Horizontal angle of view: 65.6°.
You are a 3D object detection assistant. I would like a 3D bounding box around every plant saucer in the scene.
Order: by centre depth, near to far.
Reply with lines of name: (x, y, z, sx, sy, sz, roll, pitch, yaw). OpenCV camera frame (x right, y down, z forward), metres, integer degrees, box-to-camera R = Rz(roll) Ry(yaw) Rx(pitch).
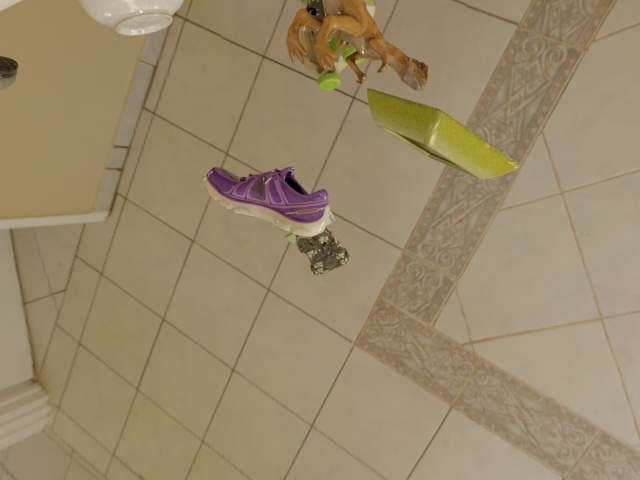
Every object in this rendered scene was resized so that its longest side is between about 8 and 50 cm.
plant saucer: (0.172, -0.153, 0.750, 0.045, 0.189, 0.188, -62, 34, 10)

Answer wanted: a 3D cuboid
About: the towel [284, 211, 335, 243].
towel: (-0.031, -0.042, 1.473, 0.152, 0.113, 0.023, -30, 77, 3)

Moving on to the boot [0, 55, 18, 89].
boot: (-0.521, -0.198, 0.734, 0.247, 0.084, 0.161, 21, 111, 33)

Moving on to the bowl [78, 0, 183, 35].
bowl: (-0.459, -0.602, 1.238, 0.298, 0.298, 0.133, -11, 102, 24)

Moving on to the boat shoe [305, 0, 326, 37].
boat shoe: (-0.007, -0.459, 1.000, 0.049, 0.040, 0.142, 123, 142, -53)

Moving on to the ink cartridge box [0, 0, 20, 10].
ink cartridge box: (-0.365, -0.186, 0.278, 0.283, 0.207, 0.117, -33, 76, -10)

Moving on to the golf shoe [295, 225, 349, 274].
golf shoe: (0.000, 0.000, 1.243, 0.105, 0.272, 0.120, -23, 63, 2)

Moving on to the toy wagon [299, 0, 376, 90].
toy wagon: (0.048, -0.528, 1.151, 0.344, 0.068, 0.266, -26, 73, 57)

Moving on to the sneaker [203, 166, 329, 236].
sneaker: (-0.062, -0.062, 0.604, 0.170, 0.068, 0.071, 20, 104, 18)

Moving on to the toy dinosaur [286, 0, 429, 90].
toy dinosaur: (0.018, -0.215, 0.460, 0.112, 0.064, 0.211, -47, 113, -18)
